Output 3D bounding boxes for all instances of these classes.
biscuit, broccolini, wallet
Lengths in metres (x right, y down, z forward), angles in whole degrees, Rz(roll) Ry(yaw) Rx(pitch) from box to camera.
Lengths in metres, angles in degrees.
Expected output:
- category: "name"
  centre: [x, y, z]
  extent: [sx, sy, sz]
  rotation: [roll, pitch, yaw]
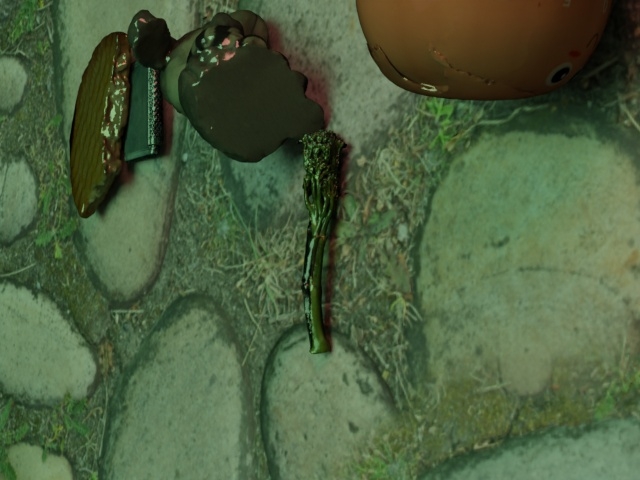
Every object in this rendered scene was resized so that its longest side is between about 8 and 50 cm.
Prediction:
- category: "biscuit"
  centre: [-0.276, -0.154, 1.901]
  extent: [0.228, 0.031, 0.176]
  rotation: [-62, 37, 32]
- category: "broccolini"
  centre: [0.000, 0.000, 1.571]
  extent: [0.054, 0.051, 0.239]
  rotation: [1, 84, 4]
- category: "wallet"
  centre: [-0.217, -0.165, 1.854]
  extent: [0.088, 0.026, 0.129]
  rotation: [-12, 76, 60]

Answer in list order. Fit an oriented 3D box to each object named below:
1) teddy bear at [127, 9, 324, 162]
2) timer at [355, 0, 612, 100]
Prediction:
- category: "teddy bear"
  centre: [-0.118, -0.198, 1.652]
  extent: [0.144, 0.171, 0.251]
  rotation: [-52, 39, 3]
- category: "timer"
  centre: [0.143, -0.229, 1.304]
  extent: [0.229, 0.229, 0.215]
  rotation: [25, 112, 48]
